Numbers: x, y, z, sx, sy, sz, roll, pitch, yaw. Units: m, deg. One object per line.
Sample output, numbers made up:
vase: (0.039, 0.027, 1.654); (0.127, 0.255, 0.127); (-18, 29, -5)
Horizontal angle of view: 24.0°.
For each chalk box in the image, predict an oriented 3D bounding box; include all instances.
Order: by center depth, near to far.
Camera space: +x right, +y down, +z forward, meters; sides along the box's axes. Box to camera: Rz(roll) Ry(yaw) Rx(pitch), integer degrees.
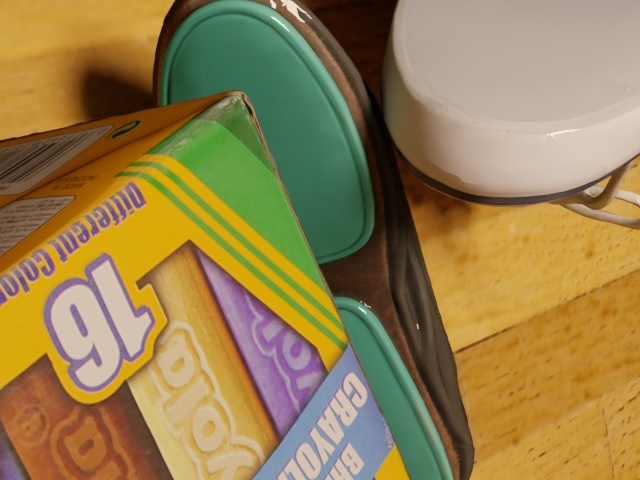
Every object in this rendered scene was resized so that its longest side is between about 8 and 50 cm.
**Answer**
chalk box: (-0.080, 0.125, 0.497); (0.179, 0.180, 0.289); (-39, 114, -41)

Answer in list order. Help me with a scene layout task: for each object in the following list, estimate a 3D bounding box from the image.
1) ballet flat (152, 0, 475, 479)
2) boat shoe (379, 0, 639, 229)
ballet flat: (0.000, 0.000, 0.659); (0.096, 0.095, 0.280); (-75, 151, -55)
boat shoe: (0.111, -0.075, 0.731); (0.367, 0.136, 0.156); (-59, 162, -56)
